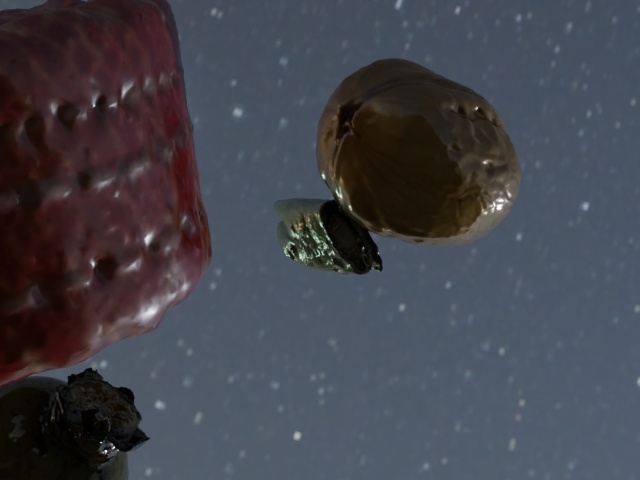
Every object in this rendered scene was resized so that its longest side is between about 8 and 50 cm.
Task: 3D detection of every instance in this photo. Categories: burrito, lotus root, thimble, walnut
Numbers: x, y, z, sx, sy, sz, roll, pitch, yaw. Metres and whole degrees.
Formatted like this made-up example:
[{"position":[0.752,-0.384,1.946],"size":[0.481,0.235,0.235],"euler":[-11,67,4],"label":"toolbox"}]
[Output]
[{"position":[-0.002,-0.003,1.334],"size":[0.118,0.044,0.074],"euler":[2,-52,58],"label":"burrito"},{"position":[-0.225,0.181,1.267],"size":[0.154,0.154,0.278],"euler":[34,-55,-15],"label":"lotus root"},{"position":[-0.254,-0.036,1.093],"size":[0.350,0.350,0.230],"euler":[-3,-75,24],"label":"thimble"},{"position":[0.079,-0.061,1.266],"size":[0.144,0.144,0.180],"euler":[-15,-21,33],"label":"walnut"}]
